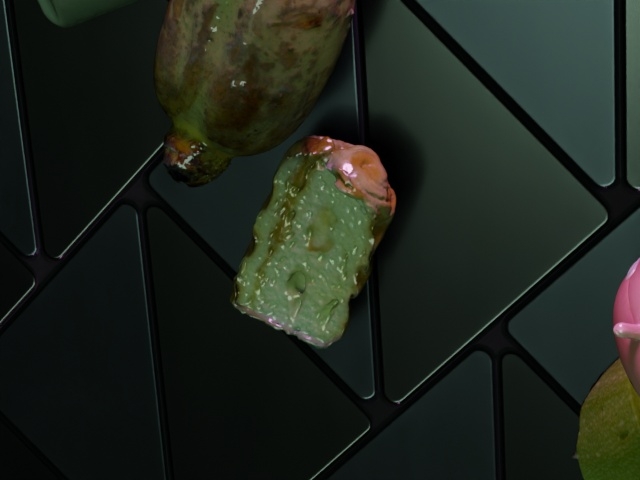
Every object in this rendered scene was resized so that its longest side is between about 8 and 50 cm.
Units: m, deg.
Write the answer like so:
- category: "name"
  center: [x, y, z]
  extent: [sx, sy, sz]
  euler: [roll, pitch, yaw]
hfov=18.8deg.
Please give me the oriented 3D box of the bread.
- category: "bread"
  center: [0.000, 0.000, 1.874]
  extent: [0.128, 0.088, 0.232]
  euler: [33, 127, 17]

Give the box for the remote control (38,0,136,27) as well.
- category: "remote control"
  center: [-0.273, -0.370, 1.836]
  extent: [0.128, 0.065, 0.335]
  euler: [-18, 104, 25]

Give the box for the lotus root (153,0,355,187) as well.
- category: "lotus root"
  center: [-0.071, -0.190, 1.780]
  extent: [0.173, 0.173, 0.309]
  euler: [28, 119, 9]

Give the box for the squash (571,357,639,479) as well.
- category: "squash"
  center: [0.321, 0.213, 1.827]
  extent: [0.192, 0.085, 0.184]
  euler: [40, 120, 4]

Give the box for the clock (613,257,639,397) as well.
- category: "clock"
  center: [0.352, 0.103, 1.678]
  extent: [0.227, 0.241, 0.142]
  euler: [37, 124, 4]
